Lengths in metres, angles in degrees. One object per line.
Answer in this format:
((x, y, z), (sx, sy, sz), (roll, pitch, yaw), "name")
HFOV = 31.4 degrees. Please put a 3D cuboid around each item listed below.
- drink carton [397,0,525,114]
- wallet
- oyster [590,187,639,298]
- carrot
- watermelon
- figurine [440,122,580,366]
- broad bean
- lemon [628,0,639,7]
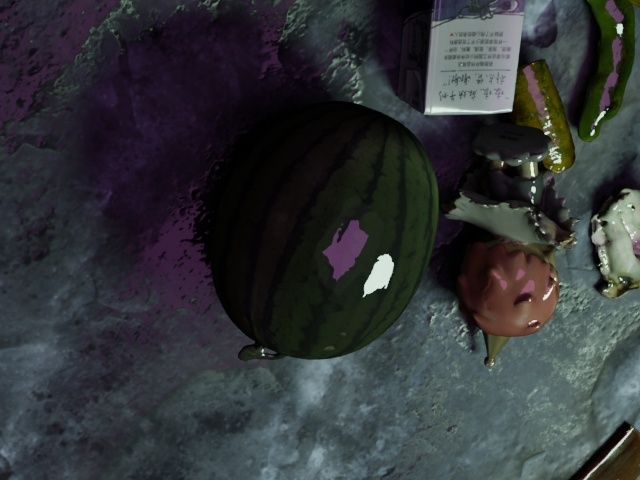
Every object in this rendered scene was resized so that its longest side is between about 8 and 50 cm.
((0.188, -0.282, 1.514), (0.134, 0.102, 0.222), (-4, 111, -20), "drink carton")
((0.484, 0.395, 1.917), (0.095, 0.026, 0.176), (41, 92, -21), "wallet")
((0.480, 0.006, 1.752), (0.163, 0.081, 0.191), (36, 111, -3), "oyster")
((0.306, -0.175, 1.608), (0.082, 0.082, 0.173), (-24, 111, -10), "carrot")
((0.000, 0.000, 1.456), (0.279, 0.279, 0.359), (14, 103, -24), "watermelon")
((0.276, 0.025, 1.632), (0.166, 0.207, 0.386), (-41, 134, -45), "figurine")
((0.381, -0.288, 1.613), (0.144, 0.049, 0.292), (-28, 114, -1), "broad bean")
((0.497, -0.432, 1.486), (0.320, 0.245, 0.245), (-44, 117, -2), "lemon")
